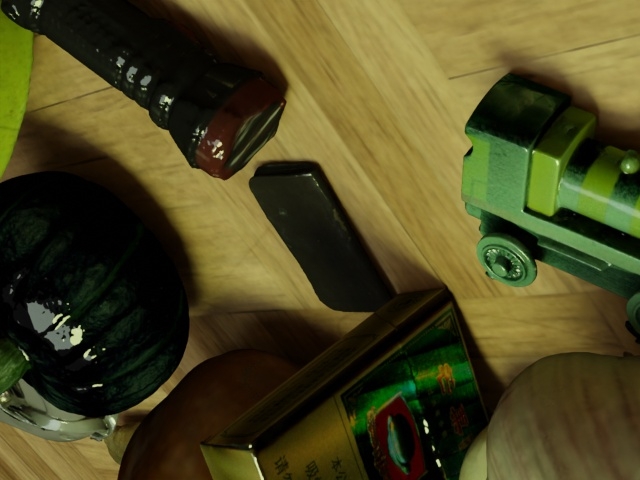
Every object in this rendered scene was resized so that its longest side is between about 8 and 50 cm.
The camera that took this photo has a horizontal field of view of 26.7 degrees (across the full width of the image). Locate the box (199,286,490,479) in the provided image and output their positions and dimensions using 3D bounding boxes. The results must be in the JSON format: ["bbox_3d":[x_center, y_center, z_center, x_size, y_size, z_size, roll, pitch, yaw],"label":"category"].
[{"bbox_3d":[0.031,0.161,1.059,0.071,0.240,0.159,-1,116,47],"label":"box"}]

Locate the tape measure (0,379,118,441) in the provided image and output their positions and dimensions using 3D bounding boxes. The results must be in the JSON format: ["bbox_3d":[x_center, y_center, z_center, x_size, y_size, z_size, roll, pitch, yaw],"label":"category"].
[{"bbox_3d":[-0.343,0.141,1.557,0.236,0.120,0.197,17,141,23],"label":"tape measure"}]

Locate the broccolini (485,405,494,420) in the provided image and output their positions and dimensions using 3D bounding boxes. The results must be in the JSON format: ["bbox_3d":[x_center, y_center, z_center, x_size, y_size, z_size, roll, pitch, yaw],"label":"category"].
[{"bbox_3d":[0.189,0.194,1.167,0.202,0.068,0.091,52,136,7],"label":"broccolini"}]

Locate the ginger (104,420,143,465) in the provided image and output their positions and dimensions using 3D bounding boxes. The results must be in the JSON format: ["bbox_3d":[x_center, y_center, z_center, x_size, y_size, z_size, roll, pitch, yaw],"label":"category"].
[{"bbox_3d":[-0.206,0.244,1.612,0.069,0.051,0.173,48,149,-22],"label":"ginger"}]

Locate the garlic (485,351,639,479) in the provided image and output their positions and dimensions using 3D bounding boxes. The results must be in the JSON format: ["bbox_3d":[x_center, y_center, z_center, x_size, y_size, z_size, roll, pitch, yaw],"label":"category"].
[{"bbox_3d":[0.237,0.210,0.871,0.317,0.317,0.259,80,171,-47],"label":"garlic"}]

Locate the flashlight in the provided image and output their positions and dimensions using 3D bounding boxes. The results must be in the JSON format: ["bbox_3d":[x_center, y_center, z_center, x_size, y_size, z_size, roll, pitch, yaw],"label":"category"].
[{"bbox_3d":[-0.139,-0.143,1.026,0.232,0.093,0.093,38,149,11],"label":"flashlight"}]

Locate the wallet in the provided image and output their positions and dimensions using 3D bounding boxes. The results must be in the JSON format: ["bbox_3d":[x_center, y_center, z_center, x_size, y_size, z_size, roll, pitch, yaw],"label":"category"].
[{"bbox_3d":[0.000,0.000,1.121,0.082,0.018,0.157,0,132,44],"label":"wallet"}]

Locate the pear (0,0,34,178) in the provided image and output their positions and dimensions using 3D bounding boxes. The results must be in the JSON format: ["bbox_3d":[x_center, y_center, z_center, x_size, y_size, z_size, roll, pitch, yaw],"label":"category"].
[{"bbox_3d":[-0.393,-0.123,1.179,0.288,0.139,0.239,19,122,30],"label":"pear"}]

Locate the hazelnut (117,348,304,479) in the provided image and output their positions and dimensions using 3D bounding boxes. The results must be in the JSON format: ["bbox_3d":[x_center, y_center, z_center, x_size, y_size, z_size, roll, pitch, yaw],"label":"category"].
[{"bbox_3d":[-0.041,0.288,1.271,0.366,0.366,0.366,26,146,19],"label":"hazelnut"}]

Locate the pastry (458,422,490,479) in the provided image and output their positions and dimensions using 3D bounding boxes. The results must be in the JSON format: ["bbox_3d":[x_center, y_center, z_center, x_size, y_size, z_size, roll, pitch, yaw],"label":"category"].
[{"bbox_3d":[0.189,0.195,1.074,0.156,0.092,0.156,5,114,12],"label":"pastry"}]

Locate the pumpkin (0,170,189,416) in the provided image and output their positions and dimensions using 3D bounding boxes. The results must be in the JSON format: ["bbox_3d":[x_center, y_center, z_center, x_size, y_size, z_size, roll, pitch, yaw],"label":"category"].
[{"bbox_3d":[-0.259,0.070,1.259,0.248,0.248,0.248,26,146,19],"label":"pumpkin"}]

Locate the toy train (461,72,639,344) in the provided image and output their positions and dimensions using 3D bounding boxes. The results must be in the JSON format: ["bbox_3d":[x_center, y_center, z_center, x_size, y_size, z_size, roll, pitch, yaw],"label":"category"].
[{"bbox_3d":[0.183,-0.015,0.862,0.200,0.083,0.132,22,142,23],"label":"toy train"}]
